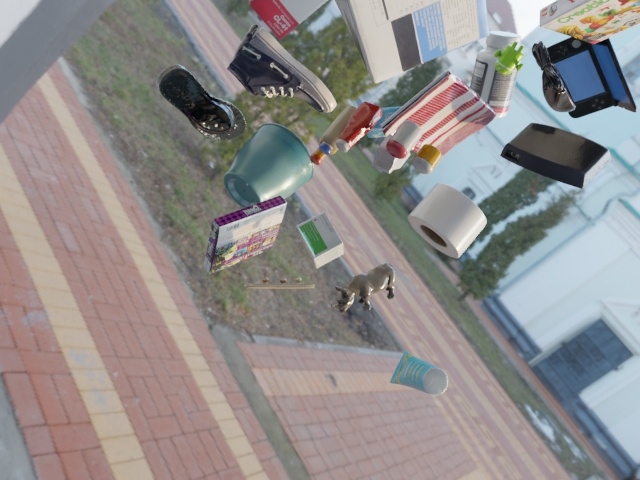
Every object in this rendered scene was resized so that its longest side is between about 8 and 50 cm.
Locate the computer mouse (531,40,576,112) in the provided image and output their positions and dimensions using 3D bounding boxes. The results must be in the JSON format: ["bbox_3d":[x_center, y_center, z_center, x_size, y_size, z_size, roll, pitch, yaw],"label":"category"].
[{"bbox_3d":[0.726,-0.485,1.744,0.272,0.072,0.188,24,47,-50],"label":"computer mouse"}]

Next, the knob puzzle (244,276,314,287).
[{"bbox_3d":[-0.113,0.117,1.524,0.213,0.213,0.030,15,73,-69],"label":"knob puzzle"}]

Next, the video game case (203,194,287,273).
[{"bbox_3d":[-0.218,-0.016,1.608,0.232,0.210,0.042,-24,61,-34],"label":"video game case"}]

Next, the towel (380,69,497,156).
[{"bbox_3d":[0.337,-0.332,1.550,0.329,0.237,0.037,12,47,-52],"label":"towel"}]

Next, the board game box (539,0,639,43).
[{"bbox_3d":[0.695,-0.554,1.287,0.193,0.053,0.305,6,-5,-23],"label":"board game box"}]

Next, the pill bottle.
[{"bbox_3d":[0.711,-0.677,2.267,0.176,0.318,0.176,5,29,-3],"label":"pill bottle"}]

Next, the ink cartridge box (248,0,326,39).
[{"bbox_3d":[-0.023,-0.688,1.424,0.131,0.306,0.226,47,28,-29],"label":"ink cartridge box"}]

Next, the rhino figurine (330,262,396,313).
[{"bbox_3d":[0.126,0.140,1.601,0.073,0.243,0.106,28,-48,51],"label":"rhino figurine"}]

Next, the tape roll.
[{"bbox_3d":[0.476,-0.075,2.095,0.246,0.169,0.246,40,-6,5],"label":"tape roll"}]

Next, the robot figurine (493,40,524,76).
[{"bbox_3d":[0.631,-0.605,1.853,0.101,0.115,0.067,34,33,4],"label":"robot figurine"}]

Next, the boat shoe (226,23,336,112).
[{"bbox_3d":[-0.122,-0.467,1.665,0.340,0.158,0.127,40,-7,-13],"label":"boat shoe"}]

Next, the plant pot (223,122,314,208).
[{"bbox_3d":[-0.203,-0.244,2.022,0.272,0.255,0.271,29,-31,20],"label":"plant pot"}]

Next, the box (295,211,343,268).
[{"bbox_3d":[0.000,0.000,1.428,0.101,0.087,0.102,60,-6,16],"label":"box"}]

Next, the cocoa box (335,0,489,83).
[{"bbox_3d":[0.133,-0.508,1.020,0.231,0.228,0.347,61,11,-49],"label":"cocoa box"}]

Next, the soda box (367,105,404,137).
[{"bbox_3d":[0.242,-0.372,1.740,0.067,0.210,0.071,36,59,-60],"label":"soda box"}]

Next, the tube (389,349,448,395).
[{"bbox_3d":[0.198,0.276,1.154,0.052,0.080,0.207,34,-11,-7],"label":"tube"}]

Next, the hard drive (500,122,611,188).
[{"bbox_3d":[0.663,-0.250,1.569,0.255,0.172,0.054,33,-30,36],"label":"hard drive"}]

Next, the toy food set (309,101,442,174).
[{"bbox_3d":[0.083,-0.161,0.967,0.232,0.104,0.111,29,-17,31],"label":"toy food set"}]

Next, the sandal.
[{"bbox_3d":[-0.431,-0.479,2.084,0.107,0.167,0.446,53,12,32],"label":"sandal"}]

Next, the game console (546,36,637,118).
[{"bbox_3d":[0.919,-0.555,1.910,0.173,0.250,0.293,-47,112,-41],"label":"game console"}]
